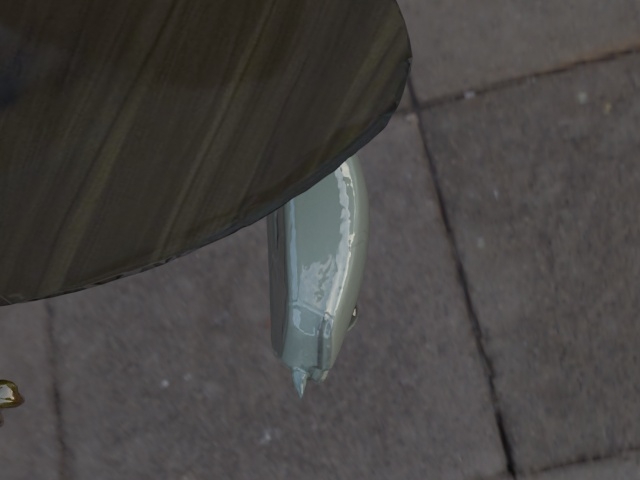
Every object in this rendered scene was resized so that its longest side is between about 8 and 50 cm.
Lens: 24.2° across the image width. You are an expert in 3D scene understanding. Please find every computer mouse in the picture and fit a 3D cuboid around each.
[{"bbox_3d":[0.000,0.000,0.830,0.056,0.089,0.182,0,68,-6],"label":"computer mouse"}]

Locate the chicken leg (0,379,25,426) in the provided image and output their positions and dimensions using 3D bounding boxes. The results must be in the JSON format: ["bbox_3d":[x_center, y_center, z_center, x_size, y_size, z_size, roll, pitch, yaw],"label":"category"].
[{"bbox_3d":[-0.216,0.130,0.509,0.361,0.140,0.211,-6,51,50],"label":"chicken leg"}]

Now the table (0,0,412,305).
[{"bbox_3d":[-0.133,-0.149,0.781,0.317,0.317,0.249,-26,34,0],"label":"table"}]
